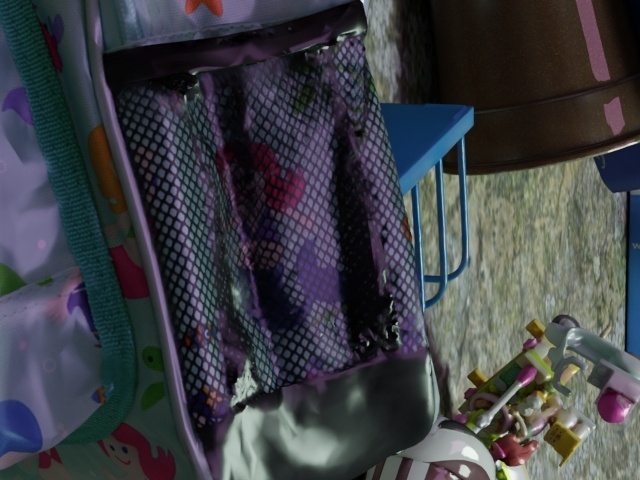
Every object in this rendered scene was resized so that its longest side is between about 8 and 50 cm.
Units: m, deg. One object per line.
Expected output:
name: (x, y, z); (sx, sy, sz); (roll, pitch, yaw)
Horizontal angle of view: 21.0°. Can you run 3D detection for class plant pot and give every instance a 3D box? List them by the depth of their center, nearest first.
plant pot: (0.145, -0.145, 1.193); (0.167, 0.167, 0.165); (-34, 113, -63)

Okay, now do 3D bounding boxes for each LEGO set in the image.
LEGO set: (0.128, 0.172, 1.219); (0.107, 0.132, 0.287); (-40, 152, -41)

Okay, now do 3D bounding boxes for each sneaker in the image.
sneaker: (0.078, 0.246, 1.125); (0.281, 0.106, 0.162); (54, 47, -40)

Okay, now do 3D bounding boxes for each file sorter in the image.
file sorter: (0.000, 0.000, 0.888); (0.170, 0.118, 0.104); (-44, 135, -59)

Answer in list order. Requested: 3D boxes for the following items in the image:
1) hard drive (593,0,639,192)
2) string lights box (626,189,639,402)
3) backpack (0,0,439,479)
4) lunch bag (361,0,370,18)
hard drive: (0.237, -0.144, 1.276); (0.319, 0.040, 0.210); (172, -104, -83)
string lights box: (0.378, 0.041, 1.843); (0.133, 0.077, 0.259); (3, 88, -68)
backpack: (-0.093, -0.044, 0.522); (0.191, 0.225, 0.253); (-9, 93, -38)
lunch bag: (-0.021, -0.170, 0.728); (0.303, 0.115, 0.243); (-79, 178, -59)
